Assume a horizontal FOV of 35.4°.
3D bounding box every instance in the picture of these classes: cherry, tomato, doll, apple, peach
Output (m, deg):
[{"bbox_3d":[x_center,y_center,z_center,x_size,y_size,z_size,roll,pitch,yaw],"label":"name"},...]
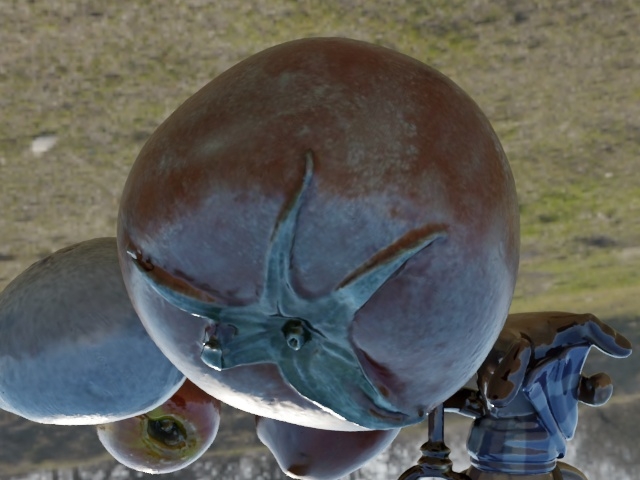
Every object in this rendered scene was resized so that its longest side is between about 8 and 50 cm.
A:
[{"bbox_3d":[-0.274,0.114,1.239,0.296,0.218,0.255,-23,-145,-16],"label":"cherry"},{"bbox_3d":[0.000,0.000,0.790,0.317,0.316,0.282,-9,-144,23],"label":"tomato"},{"bbox_3d":[0.250,0.255,1.330,0.318,0.339,0.209,0,-164,4],"label":"doll"},{"bbox_3d":[0.010,0.238,1.499,0.234,0.234,0.234,-5,172,-1],"label":"apple"},{"bbox_3d":[-0.312,0.303,1.885,0.238,0.281,0.281,-43,172,-2],"label":"peach"}]
